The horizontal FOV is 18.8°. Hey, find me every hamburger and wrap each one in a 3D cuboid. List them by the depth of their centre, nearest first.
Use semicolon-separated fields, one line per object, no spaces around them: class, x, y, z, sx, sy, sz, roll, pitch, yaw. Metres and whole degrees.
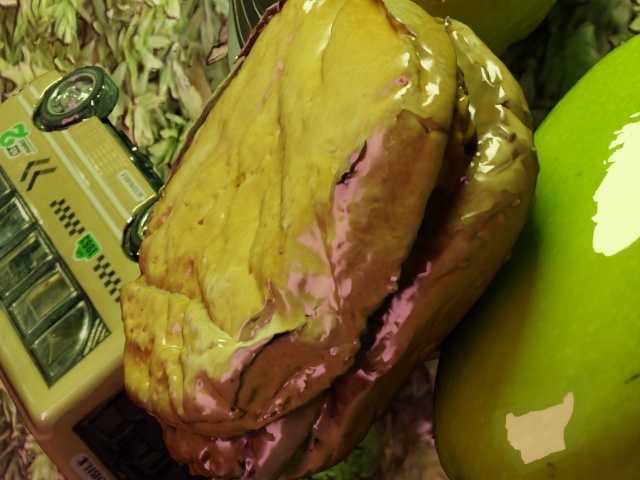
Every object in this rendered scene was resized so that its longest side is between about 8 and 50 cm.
hamburger;0.000;-0.001;1.075;0.283;0.144;0.259;-51;30;12

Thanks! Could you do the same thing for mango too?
mango;0.179;0.013;1.074;0.192;0.156;0.343;3;60;37

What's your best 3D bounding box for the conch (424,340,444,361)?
conch;0.050;-0.012;1.265;0.275;0.149;0.182;28;97;47

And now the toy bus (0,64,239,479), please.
toy bus;-0.155;0.032;1.371;0.202;0.177;0.365;-38;37;-3

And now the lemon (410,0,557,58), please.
lemon;0.065;-0.207;1.215;0.192;0.192;0.231;-14;85;46

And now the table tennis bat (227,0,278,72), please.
table tennis bat;-0.009;-0.198;1.418;0.173;0.022;0.301;-2;91;46
